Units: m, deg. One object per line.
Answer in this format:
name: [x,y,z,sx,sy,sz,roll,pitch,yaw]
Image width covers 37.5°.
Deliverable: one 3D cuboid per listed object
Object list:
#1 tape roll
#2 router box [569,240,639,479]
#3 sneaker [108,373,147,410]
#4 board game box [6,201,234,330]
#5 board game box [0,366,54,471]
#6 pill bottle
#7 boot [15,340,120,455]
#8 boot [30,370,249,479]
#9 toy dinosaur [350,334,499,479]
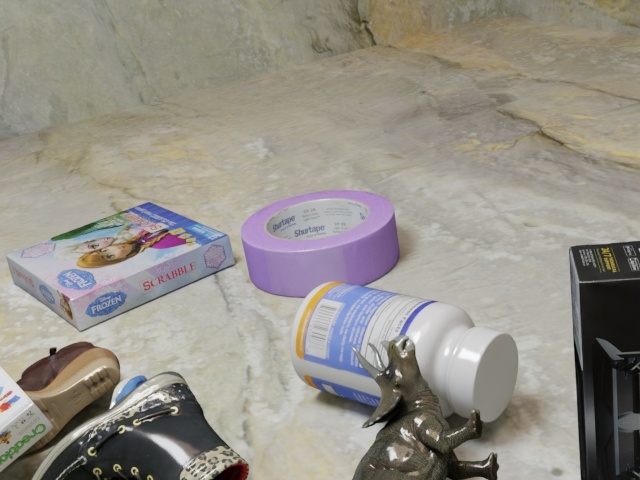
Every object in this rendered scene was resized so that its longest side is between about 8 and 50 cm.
tape roll: [0.000,0.000,1.679,0.275,0.090,0.274,-7,23,3]
router box: [0.371,0.147,0.902,0.243,0.308,0.081,-4,24,10]
sneaker: [-0.245,0.234,1.257,0.085,0.058,0.152,-6,27,24]
board game box: [-0.380,0.035,1.772,0.318,0.065,0.319,-25,27,-32]
board game box: [-0.481,0.229,1.198,0.193,0.053,0.305,-40,33,-20]
pill bottle: [0.108,0.146,1.212,0.272,0.152,0.152,10,30,38]
boot: [-0.412,0.225,1.358,0.249,0.090,0.207,-25,13,-23]
boot: [-0.214,0.279,1.103,0.236,0.085,0.179,-39,49,-15]
toy dinosaur: [0.095,0.261,1.025,0.160,0.121,0.313,-3,52,29]
